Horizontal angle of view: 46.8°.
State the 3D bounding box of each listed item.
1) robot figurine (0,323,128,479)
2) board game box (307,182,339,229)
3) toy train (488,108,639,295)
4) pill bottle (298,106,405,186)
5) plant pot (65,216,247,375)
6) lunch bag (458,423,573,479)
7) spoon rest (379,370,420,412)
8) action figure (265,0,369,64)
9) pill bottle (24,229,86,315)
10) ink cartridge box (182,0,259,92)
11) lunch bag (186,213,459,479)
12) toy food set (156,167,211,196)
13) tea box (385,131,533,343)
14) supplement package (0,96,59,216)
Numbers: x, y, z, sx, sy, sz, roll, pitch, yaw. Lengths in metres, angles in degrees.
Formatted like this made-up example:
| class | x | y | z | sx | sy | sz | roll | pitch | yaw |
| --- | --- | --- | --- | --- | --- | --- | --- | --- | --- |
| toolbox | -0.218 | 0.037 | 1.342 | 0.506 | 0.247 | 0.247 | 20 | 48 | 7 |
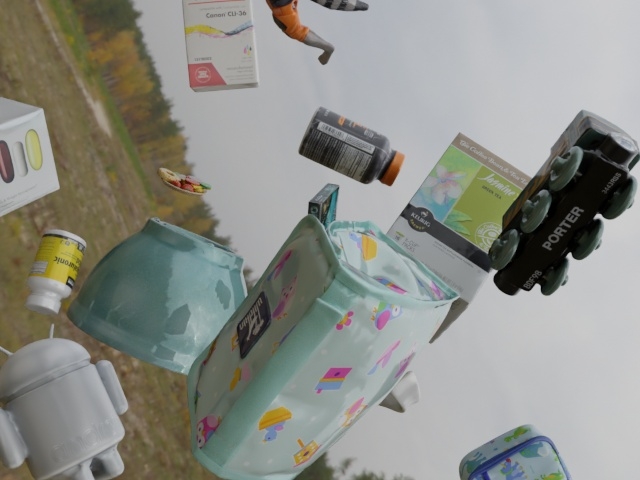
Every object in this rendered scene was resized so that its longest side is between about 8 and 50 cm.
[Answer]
| class | x | y | z | sx | sy | sz | roll | pitch | yaw |
| --- | --- | --- | --- | --- | --- | --- | --- | --- | --- |
| robot figurine | -0.544 | 0.355 | 1.546 | 0.200 | 0.300 | 0.353 | -30 | -95 | 38 |
| board game box | 0.000 | 0.000 | 1.358 | 0.126 | 0.026 | 0.186 | -51 | 148 | -65 |
| toy train | 0.396 | -0.056 | 1.221 | 0.333 | 0.142 | 0.190 | -61 | -177 | 36 |
| pill bottle | 0.080 | -0.219 | 1.796 | 0.130 | 0.246 | 0.130 | -155 | -90 | -88 |
| plant pot | -0.240 | 0.081 | 1.220 | 0.293 | 0.293 | 0.196 | -163 | -84 | -79 |
| lunch bag | 0.343 | 0.440 | 1.249 | 0.090 | 0.176 | 0.218 | -129 | -167 | -82 |
| spoon rest | 0.117 | 0.270 | 1.418 | 0.084 | 0.137 | 0.276 | 59 | -13 | -10 |
| action figure | -0.066 | -0.535 | 1.388 | 0.179 | 0.330 | 0.341 | 17 | -91 | 48 |
| pill bottle | -0.392 | 0.048 | 1.086 | 0.065 | 0.065 | 0.116 | 90 | 10 | -67 |
| ink cartridge box | -0.167 | -0.354 | 1.233 | 0.067 | 0.116 | 0.198 | -120 | -156 | -86 |
| lunch bag | -0.004 | 0.097 | 0.701 | 0.160 | 0.223 | 0.262 | 41 | 13 | 14 |
| toy food set | -0.227 | -0.097 | 1.237 | 0.083 | 0.083 | 0.020 | 30 | -74 | 32 |
| tea box | 0.270 | 0.004 | 1.607 | 0.220 | 0.323 | 0.329 | 33 | -21 | 7 |
| supplement package | -0.726 | -0.187 | 1.659 | 0.149 | 0.194 | 0.203 | 17 | -54 | 27 |
